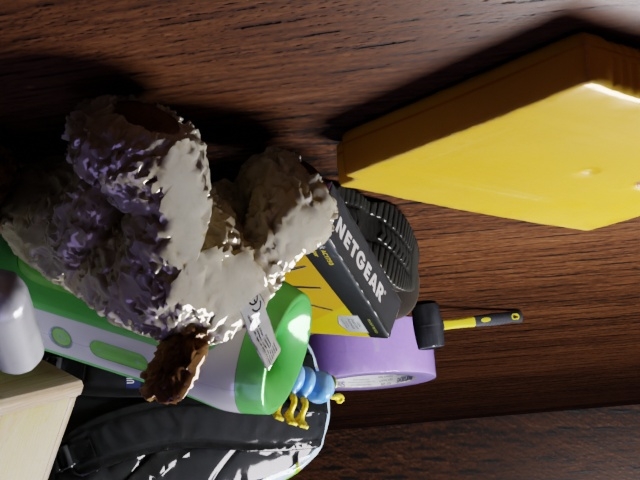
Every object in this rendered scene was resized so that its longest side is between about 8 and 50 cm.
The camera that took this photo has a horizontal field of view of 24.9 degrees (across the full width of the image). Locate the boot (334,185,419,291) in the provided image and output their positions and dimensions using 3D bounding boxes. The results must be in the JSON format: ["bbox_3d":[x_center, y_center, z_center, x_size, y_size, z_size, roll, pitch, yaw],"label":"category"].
[{"bbox_3d":[0.000,0.000,1.396,0.137,0.077,0.198,-6,154,30],"label":"boot"}]

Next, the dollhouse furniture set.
[{"bbox_3d":[-0.511,0.205,1.654,0.394,0.256,0.362,25,-169,20],"label":"dollhouse furniture set"}]

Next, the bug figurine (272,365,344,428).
[{"bbox_3d":[-0.100,0.101,1.596,0.216,0.072,0.279,21,-168,-31],"label":"bug figurine"}]

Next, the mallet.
[{"bbox_3d":[0.199,0.101,1.955,0.190,0.062,0.039,-12,176,-38],"label":"mallet"}]

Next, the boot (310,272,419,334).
[{"bbox_3d":[-0.050,0.054,1.534,0.305,0.112,0.115,2,176,-33],"label":"boot"}]

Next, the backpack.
[{"bbox_3d":[-0.167,0.215,1.840,0.356,0.290,0.273,-12,161,-6],"label":"backpack"}]

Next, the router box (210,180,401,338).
[{"bbox_3d":[-0.021,0.018,1.290,0.133,0.046,0.179,1,144,29],"label":"router box"}]

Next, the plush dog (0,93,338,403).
[{"bbox_3d":[-0.150,-0.003,1.128,0.225,0.210,0.262,20,-177,40],"label":"plush dog"}]

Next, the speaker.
[{"bbox_3d":[-0.164,0.058,1.268,0.297,0.131,0.131,16,172,17],"label":"speaker"}]

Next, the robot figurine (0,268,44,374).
[{"bbox_3d":[-0.359,0.040,1.095,0.300,0.199,0.353,7,156,3],"label":"robot figurine"}]

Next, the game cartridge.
[{"bbox_3d":[0.212,-0.078,1.162,0.324,0.052,0.285,10,161,-38],"label":"game cartridge"}]

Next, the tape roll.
[{"bbox_3d":[0.068,0.163,2.066,0.189,0.080,0.189,-4,166,-1],"label":"tape roll"}]
